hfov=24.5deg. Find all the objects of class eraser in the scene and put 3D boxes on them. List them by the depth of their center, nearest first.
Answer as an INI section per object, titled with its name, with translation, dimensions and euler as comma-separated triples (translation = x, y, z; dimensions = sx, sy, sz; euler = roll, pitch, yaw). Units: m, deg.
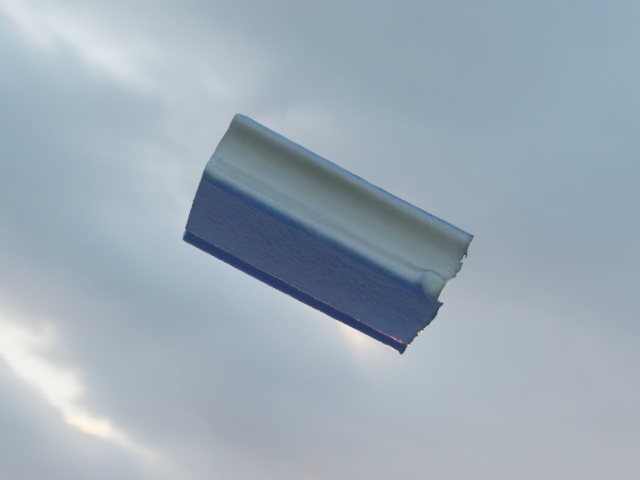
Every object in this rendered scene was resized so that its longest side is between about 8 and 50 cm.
[eraser]
translation = 0.000, 0.000, 0.471
dimensions = 0.084, 0.027, 0.063
euler = 27, -24, -1
